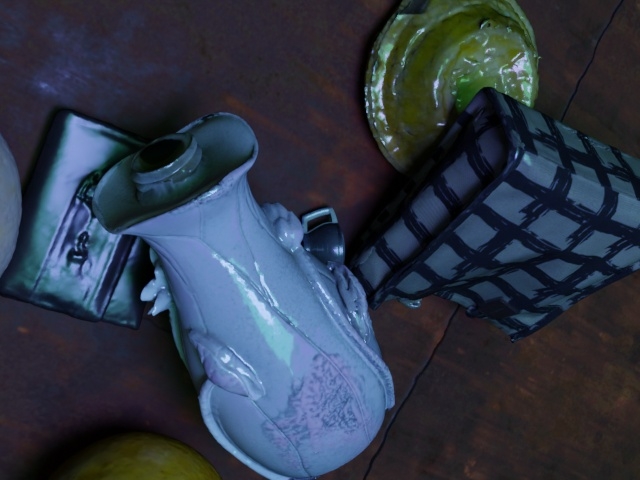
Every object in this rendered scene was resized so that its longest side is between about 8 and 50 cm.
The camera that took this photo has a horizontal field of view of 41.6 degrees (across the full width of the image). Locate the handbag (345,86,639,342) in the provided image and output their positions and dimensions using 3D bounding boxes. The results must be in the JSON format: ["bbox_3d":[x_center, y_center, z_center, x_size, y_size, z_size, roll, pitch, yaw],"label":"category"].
[{"bbox_3d":[0.254,-0.010,1.117,0.325,0.163,0.327,18,132,-29],"label":"handbag"}]

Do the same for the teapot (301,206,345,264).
[{"bbox_3d":[0.000,0.000,1.121,0.056,0.066,0.088,-3,84,-10],"label":"teapot"}]

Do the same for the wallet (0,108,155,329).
[{"bbox_3d":[-0.259,-0.022,0.979,0.181,0.049,0.229,20,93,-28],"label":"wallet"}]

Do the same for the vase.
[{"bbox_3d":[-0.078,0.074,0.977,0.250,0.250,0.446,-37,125,-14],"label":"vase"}]

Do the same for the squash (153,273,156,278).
[{"bbox_3d":[-0.185,0.017,1.042,0.027,0.027,0.089,26,90,-31],"label":"squash"}]

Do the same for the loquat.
[{"bbox_3d":[-0.207,0.370,0.995,0.274,0.275,0.275,-8,108,-26],"label":"loquat"}]

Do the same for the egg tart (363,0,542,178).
[{"bbox_3d":[0.192,-0.210,1.130,0.290,0.115,0.291,-7,106,-26],"label":"egg tart"}]

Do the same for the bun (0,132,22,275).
[{"bbox_3d":[-0.440,-0.025,0.814,0.298,0.164,0.299,-7,108,-24],"label":"bun"}]
